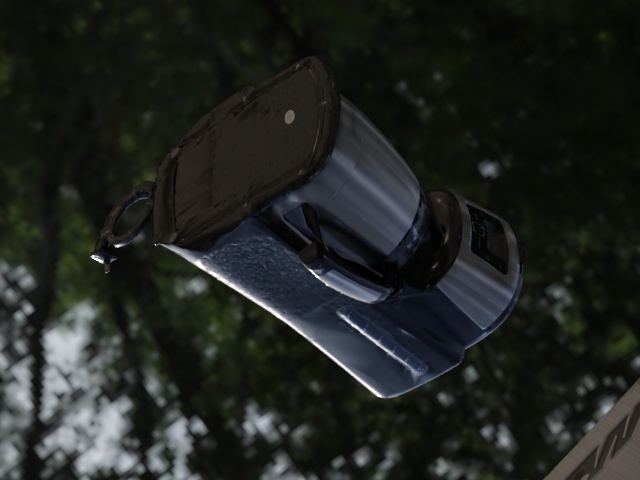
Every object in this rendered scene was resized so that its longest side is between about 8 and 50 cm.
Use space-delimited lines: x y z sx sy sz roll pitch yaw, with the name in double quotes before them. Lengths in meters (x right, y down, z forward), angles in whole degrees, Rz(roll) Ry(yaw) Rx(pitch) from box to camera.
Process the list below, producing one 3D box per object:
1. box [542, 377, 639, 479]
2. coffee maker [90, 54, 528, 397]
"box" 0.130 0.122 0.547 0.231 0.183 0.056 -44 -149 -8
"coffee maker" 0.000 0.000 1.079 0.171 0.178 0.120 -10 -128 43
